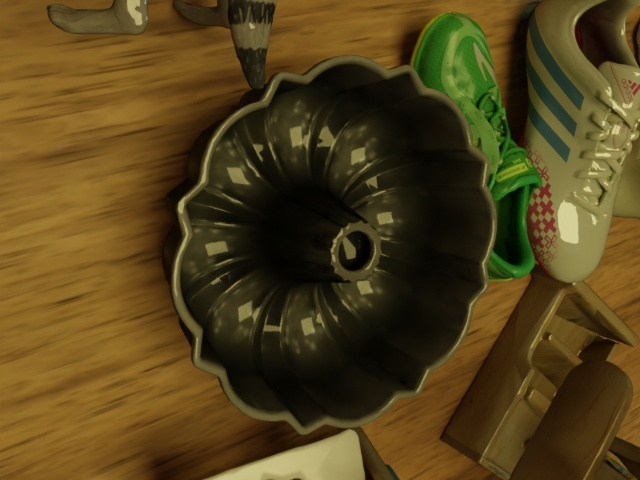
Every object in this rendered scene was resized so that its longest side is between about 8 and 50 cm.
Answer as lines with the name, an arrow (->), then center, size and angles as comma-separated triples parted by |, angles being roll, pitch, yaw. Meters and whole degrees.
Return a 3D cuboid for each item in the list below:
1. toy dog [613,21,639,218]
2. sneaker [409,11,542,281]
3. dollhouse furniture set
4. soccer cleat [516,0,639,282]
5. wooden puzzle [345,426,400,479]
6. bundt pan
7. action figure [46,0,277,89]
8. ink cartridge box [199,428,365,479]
toy dog -> 0.604, -0.096, 0.819 | 0.395, 0.408, 0.285 | 26, 87, -32
sneaker -> 0.176, -0.094, 0.730 | 0.109, 0.123, 0.296 | -25, 110, -25
dollhouse furniture set -> 0.367, 0.213, 0.749 | 0.362, 0.394, 0.256 | 37, 80, -31
soccer cleat -> 0.289, -0.115, 0.757 | 0.116, 0.143, 0.331 | -6, 93, -29
wooden puzzle -> 0.081, 0.327, 0.680 | 0.044, 0.221, 0.239 | -10, 104, -12
bundt pan -> 0.000, 0.000, 0.645 | 0.330, 0.124, 0.331 | -7, 103, -31
action figure -> -0.026, -0.294, 0.487 | 0.341, 0.178, 0.330 | -24, 147, -61
ink cartridge box -> -0.050, 0.358, 0.672 | 0.207, 0.119, 0.354 | -10, 98, -25
